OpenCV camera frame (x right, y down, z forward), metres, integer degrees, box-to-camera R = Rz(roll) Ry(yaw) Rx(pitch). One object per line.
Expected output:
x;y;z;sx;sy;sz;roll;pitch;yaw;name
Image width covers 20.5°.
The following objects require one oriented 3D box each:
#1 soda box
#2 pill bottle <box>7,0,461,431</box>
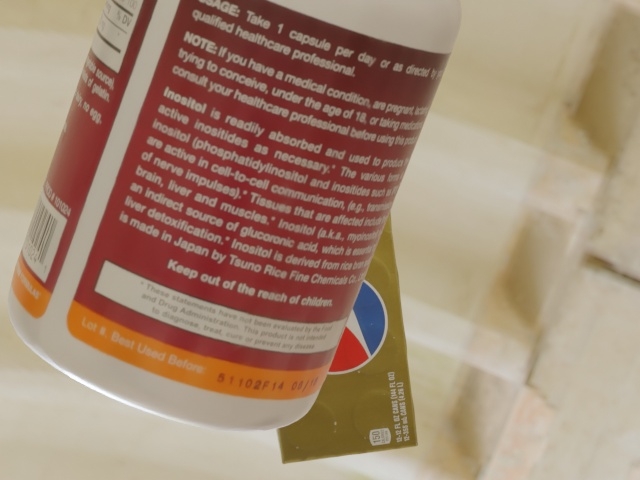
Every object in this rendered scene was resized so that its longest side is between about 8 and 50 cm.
0.000;0.000;0.768;0.058;0.061;0.181;-104;6;-80;soda box
-0.016;-0.036;0.444;0.086;0.086;0.152;-39;-29;-75;pill bottle
